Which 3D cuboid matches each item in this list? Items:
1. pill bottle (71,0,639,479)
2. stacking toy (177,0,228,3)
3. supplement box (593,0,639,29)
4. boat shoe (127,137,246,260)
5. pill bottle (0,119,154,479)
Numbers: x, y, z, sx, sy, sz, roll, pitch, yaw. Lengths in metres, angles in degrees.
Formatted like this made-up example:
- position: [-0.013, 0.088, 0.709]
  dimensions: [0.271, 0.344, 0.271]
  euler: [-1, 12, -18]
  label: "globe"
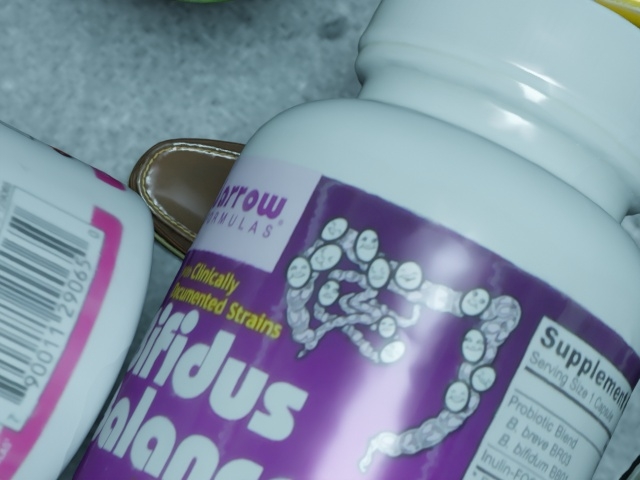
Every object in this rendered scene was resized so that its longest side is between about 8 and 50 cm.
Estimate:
- position: [0.018, 0.056, 0.619]
  dimensions: [0.169, 0.169, 0.301]
  euler: [26, 81, 1]
  label: "pill bottle"
- position: [-0.098, -0.202, 0.735]
  dimensions: [0.309, 0.130, 0.279]
  euler: [-3, 70, 6]
  label: "stacking toy"
- position: [0.282, -0.097, 0.711]
  dimensions: [0.356, 0.194, 0.195]
  euler: [20, 79, -1]
  label: "supplement box"
- position: [0.000, 0.001, 0.741]
  dimensions: [0.178, 0.060, 0.064]
  euler: [26, 79, 1]
  label: "boat shoe"
- position: [-0.219, -0.010, 0.634]
  dimensions: [0.283, 0.160, 0.160]
  euler: [29, 78, -21]
  label: "pill bottle"
